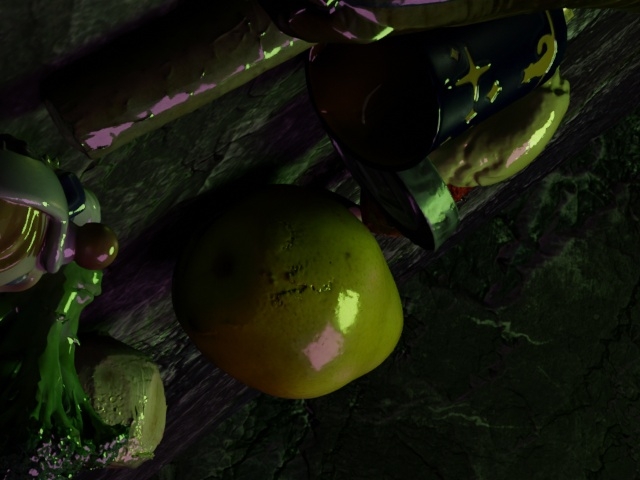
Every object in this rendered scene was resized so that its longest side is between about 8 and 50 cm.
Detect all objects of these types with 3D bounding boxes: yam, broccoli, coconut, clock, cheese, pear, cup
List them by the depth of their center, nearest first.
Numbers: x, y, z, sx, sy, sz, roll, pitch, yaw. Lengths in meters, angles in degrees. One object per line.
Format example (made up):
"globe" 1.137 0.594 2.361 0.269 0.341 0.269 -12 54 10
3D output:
"yam" -0.059 -0.181 0.992 0.372 0.083 0.083 -30 167 -19
"broccoli" -0.305 0.136 1.210 0.269 0.254 0.269 24 90 -87
"cup" 0.150 -0.222 1.216 0.256 0.178 0.255 -31 169 -37
"clock" 0.086 -0.086 1.427 0.049 0.226 0.226 -37 169 -7
"cheese" 0.192 -0.179 1.427 0.226 0.214 0.117 -32 165 10
"pear" -0.034 0.080 1.518 0.285 0.285 0.336 -38 128 3
"coconut" -0.302 0.216 1.592 0.194 0.194 0.194 -36 168 -8

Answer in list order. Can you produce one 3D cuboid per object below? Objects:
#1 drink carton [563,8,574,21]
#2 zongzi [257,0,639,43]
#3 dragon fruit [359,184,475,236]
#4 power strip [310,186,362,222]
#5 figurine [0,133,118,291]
"drink carton" 0.242 -0.267 1.557 0.200 0.074 0.084 -38 168 10
"zongzi" 0.139 -0.220 0.934 0.403 0.208 0.432 -35 151 -7
"dragon fruit" 0.128 -0.094 1.688 0.189 0.163 0.262 -38 -179 36
"power strip" 0.000 0.000 1.742 0.154 0.078 0.154 -45 150 -35
"figurine" -0.245 -0.022 0.933 0.194 0.133 0.274 4 -175 27
